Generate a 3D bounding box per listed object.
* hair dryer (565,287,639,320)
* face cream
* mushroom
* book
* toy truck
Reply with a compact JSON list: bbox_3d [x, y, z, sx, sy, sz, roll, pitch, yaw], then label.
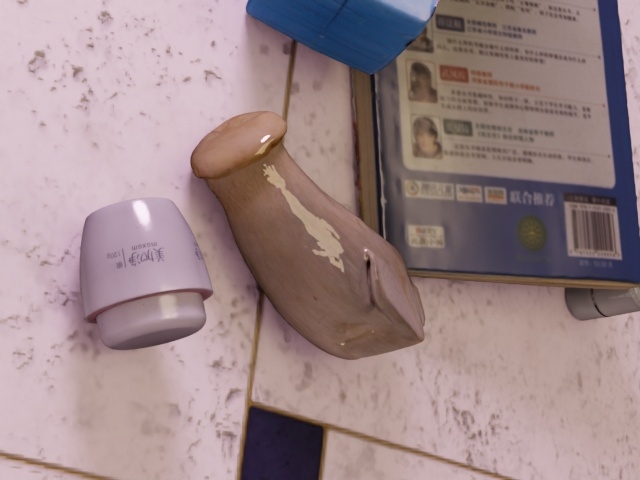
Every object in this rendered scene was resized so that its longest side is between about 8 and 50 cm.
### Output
[{"bbox_3d":[0.285,0.007,1.366,0.047,0.082,0.137,10,72,-42],"label":"hair dryer"},{"bbox_3d":[-0.124,0.024,0.967,0.091,0.091,0.095,-2,74,-44],"label":"face cream"},{"bbox_3d":[-0.004,0.010,1.084,0.108,0.096,0.247,-47,112,-12],"label":"mushroom"},{"bbox_3d":[0.161,-0.171,1.276,0.300,0.039,0.427,5,76,-29],"label":"book"},{"bbox_3d":[0.069,-0.337,1.148,0.161,0.162,0.385,25,69,-11],"label":"toy truck"}]
